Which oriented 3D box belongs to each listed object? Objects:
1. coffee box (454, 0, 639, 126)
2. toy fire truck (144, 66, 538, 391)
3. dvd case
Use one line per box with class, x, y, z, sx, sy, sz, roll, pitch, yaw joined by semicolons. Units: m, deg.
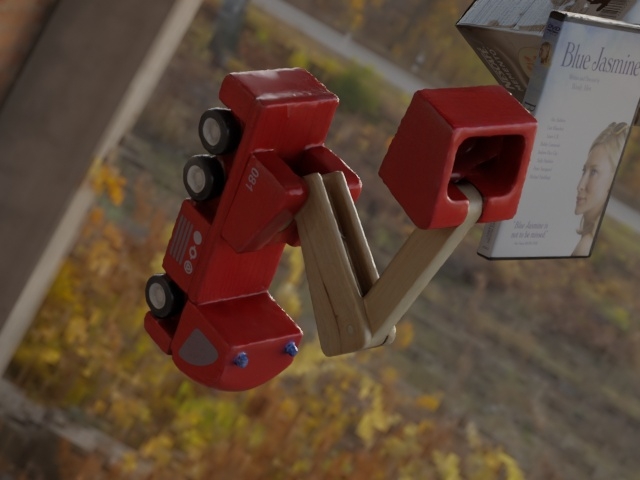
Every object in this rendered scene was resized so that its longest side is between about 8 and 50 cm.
coffee box;0.288;-0.216;1.906;0.141;0.098;0.246;48;-17;-32
toy fire truck;0.000;0.000;0.693;0.047;0.192;0.135;-8;41;-40
dvd case;0.252;-0.100;1.708;0.022;0.253;0.180;28;19;40
